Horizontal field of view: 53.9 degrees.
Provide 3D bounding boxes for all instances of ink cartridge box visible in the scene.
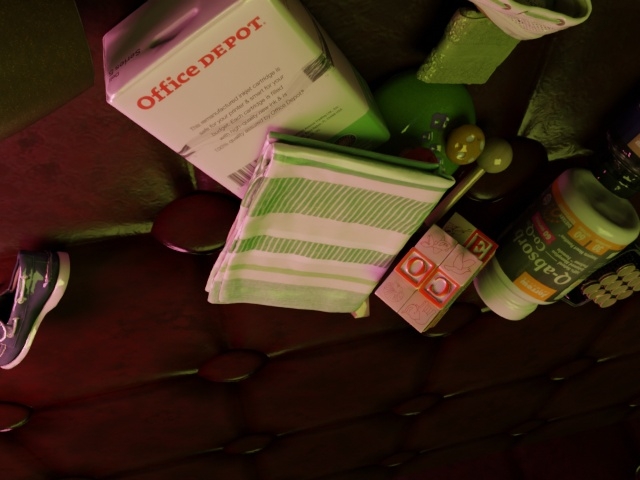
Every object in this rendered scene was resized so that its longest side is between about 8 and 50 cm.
[{"bbox_3d":[-0.075,-0.170,0.714,0.198,0.115,0.273,-30,144,18],"label":"ink cartridge box"}]

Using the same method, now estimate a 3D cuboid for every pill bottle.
[{"bbox_3d":[0.409,0.015,1.126,0.162,0.162,0.278,7,138,-29],"label":"pill bottle"},{"bbox_3d":[0.522,-0.168,0.956,0.122,0.123,0.219,8,137,-31],"label":"pill bottle"}]

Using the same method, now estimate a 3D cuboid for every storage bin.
[{"bbox_3d":[0.565,0.048,1.300,0.180,0.084,0.122,-39,139,27],"label":"storage bin"}]

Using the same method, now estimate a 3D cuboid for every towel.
[{"bbox_3d":[0.191,-0.238,0.776,0.148,0.027,0.110,-14,152,-38],"label":"towel"},{"bbox_3d":[0.000,0.000,0.827,0.247,0.038,0.325,7,141,-19],"label":"towel"}]

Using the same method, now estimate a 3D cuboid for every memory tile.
[{"bbox_3d":[0.608,0.094,1.297,0.113,0.012,0.148,-35,141,24],"label":"memory tile"}]

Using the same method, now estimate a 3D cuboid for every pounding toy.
[{"bbox_3d":[0.163,-0.110,0.842,0.183,0.110,0.236,-48,127,10],"label":"pounding toy"}]

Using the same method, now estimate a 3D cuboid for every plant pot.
[{"bbox_3d":[-0.334,-0.167,0.563,0.230,0.215,0.215,-20,147,-21],"label":"plant pot"}]

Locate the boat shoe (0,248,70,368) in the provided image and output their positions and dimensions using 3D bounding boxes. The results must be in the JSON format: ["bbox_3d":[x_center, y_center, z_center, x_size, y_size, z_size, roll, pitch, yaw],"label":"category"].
[{"bbox_3d":[-0.461,0.106,0.951,0.079,0.095,0.254,15,133,-39],"label":"boat shoe"}]

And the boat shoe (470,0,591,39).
[{"bbox_3d":[0.176,-0.290,0.638,0.276,0.096,0.098,13,94,-33],"label":"boat shoe"}]

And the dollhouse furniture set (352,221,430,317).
[{"bbox_3d":[0.099,0.034,1.040,0.123,0.144,0.151,-7,107,-14],"label":"dollhouse furniture set"}]

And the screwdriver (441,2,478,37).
[{"bbox_3d":[0.206,-0.299,0.738,0.025,0.024,0.170,27,123,-31],"label":"screwdriver"}]

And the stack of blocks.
[{"bbox_3d":[0.192,0.048,0.992,0.171,0.087,0.297,-51,166,5],"label":"stack of blocks"}]
